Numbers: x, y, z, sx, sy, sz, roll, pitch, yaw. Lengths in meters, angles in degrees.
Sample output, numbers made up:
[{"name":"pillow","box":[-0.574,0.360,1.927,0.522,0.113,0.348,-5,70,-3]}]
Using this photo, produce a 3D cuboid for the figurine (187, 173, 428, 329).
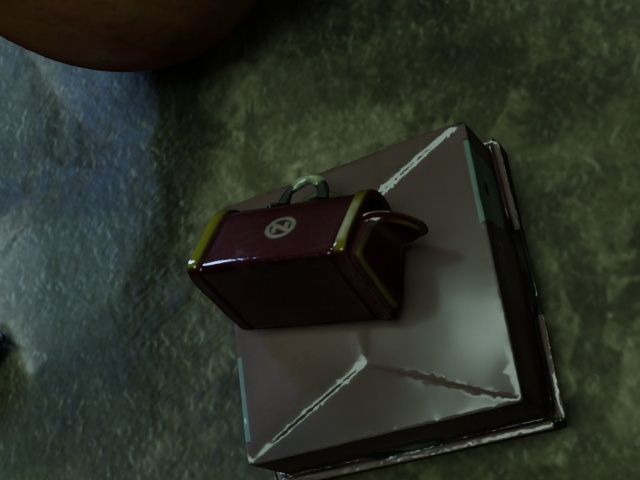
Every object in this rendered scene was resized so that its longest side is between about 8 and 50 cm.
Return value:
[{"name":"figurine","box":[0.000,-0.001,0.715,0.154,0.082,0.098,-9,49,25]}]

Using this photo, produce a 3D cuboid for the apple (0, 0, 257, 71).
[{"name":"apple","box":[-0.189,-0.328,0.852,0.364,0.364,0.363,-9,69,25]}]

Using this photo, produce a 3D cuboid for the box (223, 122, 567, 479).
[{"name":"box","box":[0.045,0.047,0.761,0.215,0.086,0.215,-17,66,22]}]

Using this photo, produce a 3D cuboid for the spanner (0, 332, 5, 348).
[{"name":"spanner","box":[-0.424,0.101,1.026,0.325,0.026,0.093,-6,72,28]}]
